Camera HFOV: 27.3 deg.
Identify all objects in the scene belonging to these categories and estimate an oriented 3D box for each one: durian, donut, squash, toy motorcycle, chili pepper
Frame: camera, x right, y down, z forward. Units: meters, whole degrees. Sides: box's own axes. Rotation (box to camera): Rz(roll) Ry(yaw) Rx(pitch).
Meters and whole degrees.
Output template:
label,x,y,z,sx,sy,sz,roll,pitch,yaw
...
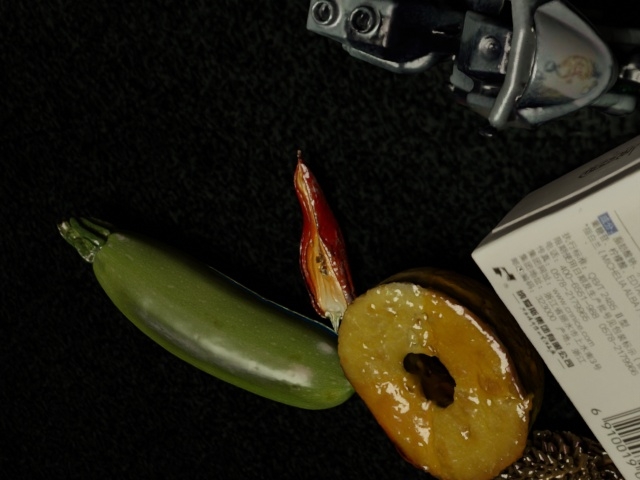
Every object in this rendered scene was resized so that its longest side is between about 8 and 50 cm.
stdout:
label,x,y,z,sx,sy,sz,roll,pitch,yaw
durian,0.212,0.223,1.099,0.148,0.091,0.188,44,132,4
donut,0.108,0.107,1.115,0.190,0.074,0.174,42,135,12
squash,-0.113,0.070,1.242,0.341,0.094,0.094,27,130,17
toy motorcycle,0.111,-0.135,0.903,0.270,0.159,0.106,17,105,25
chili pepper,0.000,0.000,1.154,0.045,0.027,0.178,-1,117,31

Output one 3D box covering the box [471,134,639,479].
label,x,y,z,sx,sy,sz,roll,pitch,yaw
box,0.274,0.058,0.931,0.203,0.116,0.274,-31,97,43
